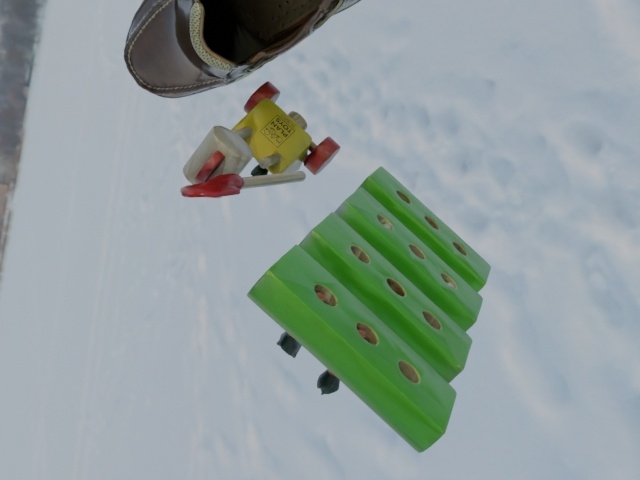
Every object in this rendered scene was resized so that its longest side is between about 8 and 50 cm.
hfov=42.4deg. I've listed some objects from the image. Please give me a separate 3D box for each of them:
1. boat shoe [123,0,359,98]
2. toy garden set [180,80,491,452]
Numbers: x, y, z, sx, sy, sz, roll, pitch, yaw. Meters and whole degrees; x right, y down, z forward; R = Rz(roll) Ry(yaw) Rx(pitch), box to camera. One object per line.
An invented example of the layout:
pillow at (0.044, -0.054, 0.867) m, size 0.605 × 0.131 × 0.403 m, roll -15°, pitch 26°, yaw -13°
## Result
boat shoe at (-0.061, -0.151, 0.536) m, size 0.257 × 0.095 × 0.095 m, roll -21°, pitch 24°, yaw 43°
toy garden set at (0.000, 0.000, 0.487) m, size 0.049 × 0.204 × 0.244 m, roll -48°, pitch -2°, yaw 23°
